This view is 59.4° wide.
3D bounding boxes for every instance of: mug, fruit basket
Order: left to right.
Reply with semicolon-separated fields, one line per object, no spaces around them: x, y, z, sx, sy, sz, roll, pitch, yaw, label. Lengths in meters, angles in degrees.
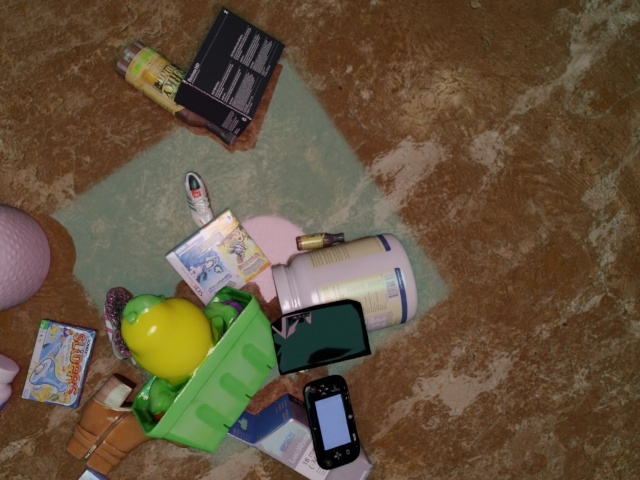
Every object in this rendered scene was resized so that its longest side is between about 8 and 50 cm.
-0.855;0.064;1.266;0.374;0.328;0.276;-31;92;-6;mug
-0.304;0.244;1.257;0.392;0.283;0.392;-1;91;-27;fruit basket

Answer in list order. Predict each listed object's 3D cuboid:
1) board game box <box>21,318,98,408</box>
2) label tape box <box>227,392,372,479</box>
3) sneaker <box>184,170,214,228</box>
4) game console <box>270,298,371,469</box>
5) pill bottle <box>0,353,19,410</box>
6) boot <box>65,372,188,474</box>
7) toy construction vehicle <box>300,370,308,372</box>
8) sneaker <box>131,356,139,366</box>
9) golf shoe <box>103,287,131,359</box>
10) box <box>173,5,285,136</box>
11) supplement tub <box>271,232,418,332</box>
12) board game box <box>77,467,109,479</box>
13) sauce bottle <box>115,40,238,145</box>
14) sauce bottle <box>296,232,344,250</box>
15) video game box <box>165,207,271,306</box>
-0.661;0.312;1.428;0.136;0.035;0.201;13;87;-5;board game box
-0.055;0.475;1.385;0.333;0.240;0.106;32;86;-5;label tape box
-0.319;-0.103;1.453;0.057;0.075;0.161;-15;90;-6;sneaker
0.023;0.323;1.259;0.213;0.044;0.361;-12;90;-9;game console
-0.837;0.390;1.365;0.124;0.124;0.221;33;85;-4;pill bottle
-0.476;0.498;1.405;0.283;0.109;0.220;33;84;-2;boot
-0.055;0.308;1.492;0.098;0.035;0.086;17;87;-5;toy construction vehicle
-0.350;0.279;1.432;0.258;0.094;0.091;-21;87;-7;sneaker
-0.518;0.213;1.427;0.067;0.086;0.186;0;65;-38;golf shoe
-0.223;-0.420;1.396;0.184;0.103;0.261;29;61;-19;box
0.057;0.126;1.407;0.325;0.235;0.235;-13;90;-6;supplement tub
-0.599;0.708;1.425;0.160;0.039;0.211;40;84;-3;board game box
-0.352;-0.371;1.439;0.344;0.111;0.111;34;86;-5;sauce bottle
0.000;0.000;1.502;0.128;0.042;0.042;-8;90;-9;sauce bottle
-0.263;0.050;1.455;0.205;0.048;0.187;-38;106;-5;video game box
